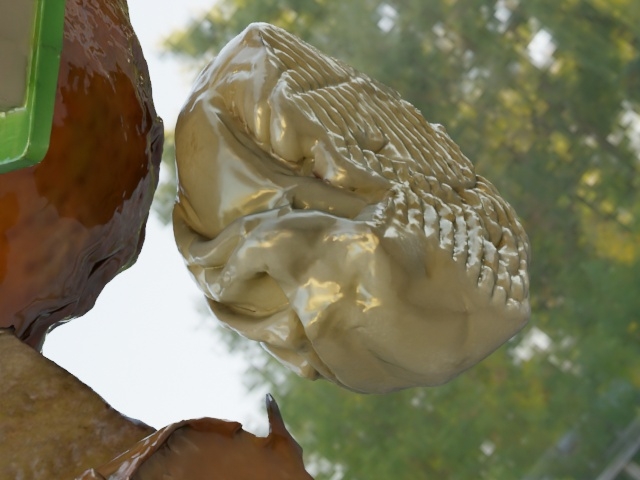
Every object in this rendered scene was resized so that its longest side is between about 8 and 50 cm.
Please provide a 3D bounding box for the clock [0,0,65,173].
[{"bbox_3d":[-0.269,-0.095,0.668,0.255,0.219,0.106,15,-107,-41],"label":"clock"}]

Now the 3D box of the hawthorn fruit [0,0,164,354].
[{"bbox_3d":[-0.326,-0.093,1.322,0.472,0.471,0.472,-45,-16,-17],"label":"hawthorn fruit"}]

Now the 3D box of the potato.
[{"bbox_3d":[-0.172,0.175,1.148,0.138,0.243,0.098,-47,-32,-27],"label":"potato"}]

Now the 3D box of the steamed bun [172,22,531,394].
[{"bbox_3d":[0.000,-0.002,1.287,0.203,0.289,0.276,-51,13,27],"label":"steamed bun"}]

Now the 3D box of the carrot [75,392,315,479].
[{"bbox_3d":[-0.115,0.242,0.693,0.340,0.224,0.224,-39,-10,24],"label":"carrot"}]
